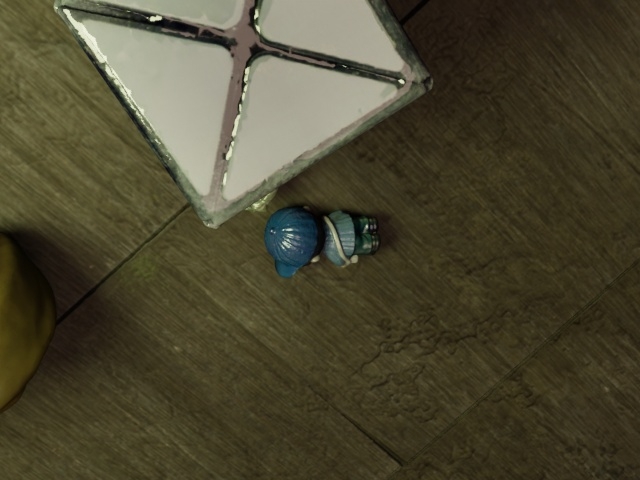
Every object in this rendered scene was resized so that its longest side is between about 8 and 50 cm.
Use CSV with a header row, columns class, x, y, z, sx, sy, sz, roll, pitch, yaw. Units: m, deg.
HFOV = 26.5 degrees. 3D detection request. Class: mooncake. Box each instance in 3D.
class,x,y,z,sx,sy,sz,roll,pitch,yaw
mooncake,-0.375,0.100,1.414,0.234,0.235,0.117,-34,120,4

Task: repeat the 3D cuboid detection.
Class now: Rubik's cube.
class,x,y,z,sx,sy,sz,roll,pitch,yaw
Rubik's cube,-0.071,-0.199,1.278,0.254,0.259,0.260,-34,106,2

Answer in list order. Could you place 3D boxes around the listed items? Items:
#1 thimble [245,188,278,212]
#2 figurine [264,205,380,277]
class,x,y,z,sx,sy,sz,roll,pitch,yaw
thimble,-0.087,-0.084,1.483,0.084,0.062,0.110,-26,122,0
figurine,0.003,-0.002,1.553,0.136,0.079,0.077,-5,79,-10
